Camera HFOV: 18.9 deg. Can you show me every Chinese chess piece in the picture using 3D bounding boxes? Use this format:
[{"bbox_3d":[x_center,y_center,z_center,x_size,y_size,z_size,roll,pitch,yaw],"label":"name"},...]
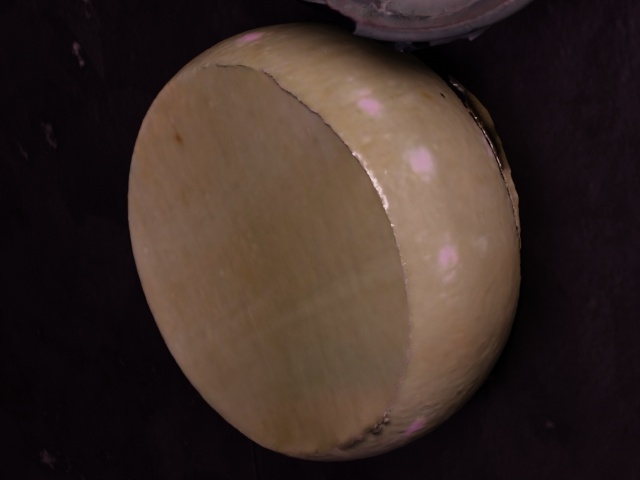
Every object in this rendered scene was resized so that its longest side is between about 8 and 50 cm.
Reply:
[{"bbox_3d":[0.000,0.000,1.518,0.349,0.146,0.349,22,122,41],"label":"Chinese chess piece"}]

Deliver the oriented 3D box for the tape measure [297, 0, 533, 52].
[{"bbox_3d":[0.055,-0.249,1.255,0.275,0.256,0.147,-53,22,33],"label":"tape measure"}]
